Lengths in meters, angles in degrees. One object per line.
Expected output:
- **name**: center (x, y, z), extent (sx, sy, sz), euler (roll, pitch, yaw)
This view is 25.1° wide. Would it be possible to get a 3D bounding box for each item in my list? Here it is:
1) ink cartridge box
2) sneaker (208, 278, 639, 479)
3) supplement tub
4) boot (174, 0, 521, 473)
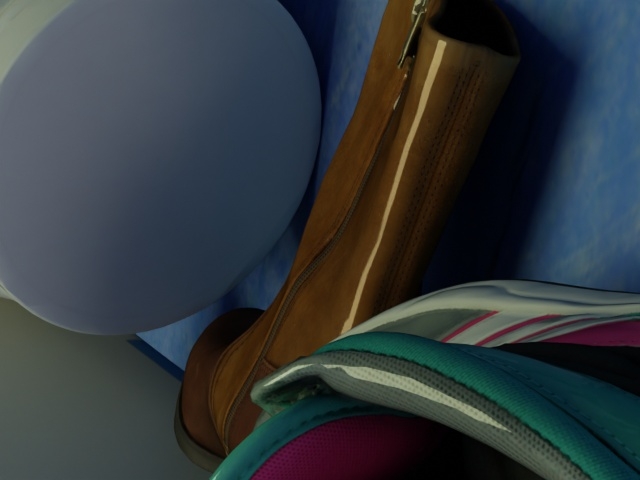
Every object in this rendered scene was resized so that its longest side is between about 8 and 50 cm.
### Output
- **ink cartridge box**: center (-0.187, 0.239, 0.924), extent (0.285, 0.166, 0.395), euler (34, 133, 23)
- **sneaker**: center (0.025, 0.081, 0.402), extent (0.295, 0.178, 0.124), euler (-12, 89, 52)
- **supplement tub**: center (-0.175, -0.109, 0.842), extent (0.331, 0.241, 0.241), euler (36, 127, 45)
- **boot**: center (0.000, 0.000, 0.666), extent (0.264, 0.096, 0.280), euler (-96, 18, -70)
